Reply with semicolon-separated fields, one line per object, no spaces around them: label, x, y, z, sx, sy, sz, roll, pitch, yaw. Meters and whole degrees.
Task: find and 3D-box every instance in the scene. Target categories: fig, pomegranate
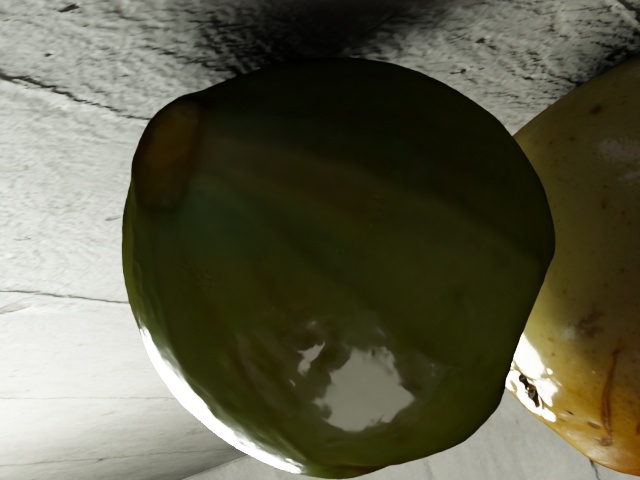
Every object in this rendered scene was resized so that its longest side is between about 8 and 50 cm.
fig;0.000;0.000;0.904;0.239;0.239;0.271;-23;140;21
pomegranate;0.254;0.005;1.132;0.319;0.319;0.319;-17;167;-4
